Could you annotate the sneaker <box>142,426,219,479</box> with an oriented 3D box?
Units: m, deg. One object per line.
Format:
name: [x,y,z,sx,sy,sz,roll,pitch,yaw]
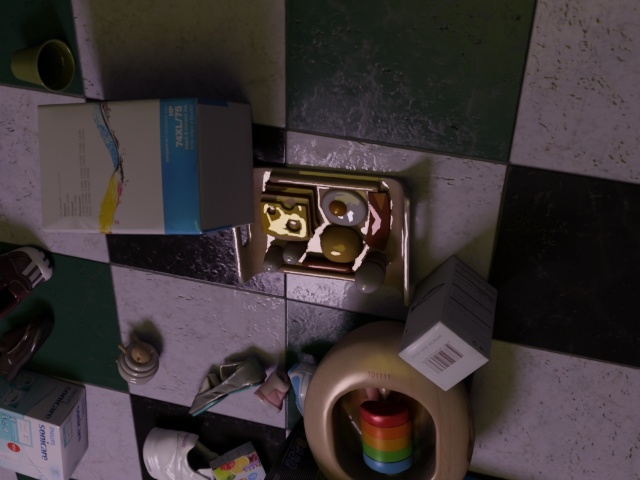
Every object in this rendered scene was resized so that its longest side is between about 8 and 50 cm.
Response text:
sneaker: [-0.277,0.539,1.923,0.152,0.114,0.305,-7,122,21]

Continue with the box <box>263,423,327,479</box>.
box: [-0.003,0.491,1.684,0.216,0.270,0.060,32,111,3]

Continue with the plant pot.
plant pot: [-0.456,-0.285,1.421,0.079,0.083,0.083,9,128,29]

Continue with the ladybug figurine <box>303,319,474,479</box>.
ladybug figurine: [0.128,0.319,1.592,0.305,0.162,0.449,6,125,10]

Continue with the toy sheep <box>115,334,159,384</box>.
toy sheep: [-0.368,0.247,1.766,0.091,0.091,0.132,23,142,2]

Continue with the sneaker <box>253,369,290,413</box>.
sneaker: [-0.084,0.294,1.714,0.051,0.070,0.134,39,172,18]

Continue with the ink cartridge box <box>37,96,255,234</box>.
ink cartridge box: [-0.265,-0.114,1.356,0.270,0.198,0.197,0,96,18]

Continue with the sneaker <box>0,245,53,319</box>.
sneaker: [-0.669,0.102,1.711,0.281,0.162,0.106,-18,117,28]

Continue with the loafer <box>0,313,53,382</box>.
loafer: [-0.634,0.219,1.835,0.078,0.080,0.220,39,125,-7]

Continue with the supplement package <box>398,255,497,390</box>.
supplement package: [0.209,0.131,1.421,0.105,0.179,0.105,37,125,-10]

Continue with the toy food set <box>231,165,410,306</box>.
toy food set: [0.000,0.000,1.454,0.306,0.092,0.220,6,126,14]

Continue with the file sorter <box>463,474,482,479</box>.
file sorter: [0.284,0.546,1.737,0.170,0.118,0.104,17,131,6]

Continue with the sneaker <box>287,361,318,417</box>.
sneaker: [-0.003,0.326,1.709,0.086,0.085,0.237,21,139,39]

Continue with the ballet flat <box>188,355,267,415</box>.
ballet flat: [-0.194,0.286,1.755,0.213,0.072,0.068,-30,84,32]

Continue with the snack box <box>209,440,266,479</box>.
snack box: [-0.168,0.511,1.884,0.100,0.037,0.141,-24,121,-10]

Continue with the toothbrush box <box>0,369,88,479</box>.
toothbrush box: [-0.680,0.399,1.954,0.295,0.126,0.216,15,128,6]
